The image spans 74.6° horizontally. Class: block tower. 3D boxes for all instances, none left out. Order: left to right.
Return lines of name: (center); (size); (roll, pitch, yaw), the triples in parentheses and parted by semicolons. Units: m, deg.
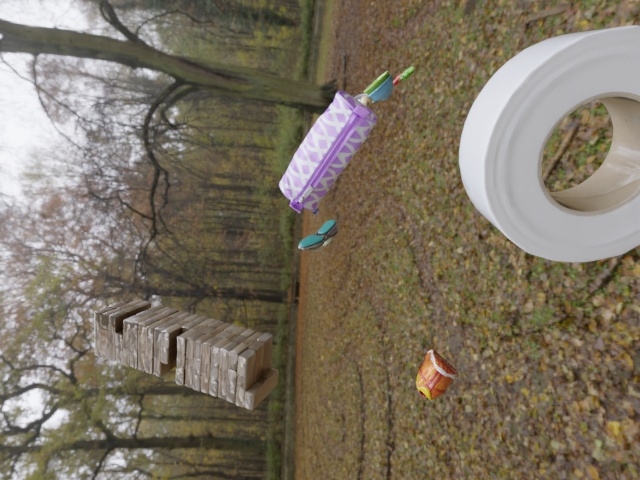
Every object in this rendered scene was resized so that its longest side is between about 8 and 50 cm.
block tower: (-0.239, 0.187, 0.741); (0.091, 0.335, 0.097); (-26, -56, -66)

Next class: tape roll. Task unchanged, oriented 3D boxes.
tape roll: (0.335, -0.118, 0.543); (0.100, 0.286, 0.286); (-88, 5, -68)

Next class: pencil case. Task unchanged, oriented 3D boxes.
pencil case: (0.008, -0.142, 0.696); (0.206, 0.086, 0.088); (-55, 9, 26)

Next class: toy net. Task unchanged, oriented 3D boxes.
toy net: (0.129, -0.355, 0.998); (0.122, 0.045, 0.232); (-46, 15, -9)

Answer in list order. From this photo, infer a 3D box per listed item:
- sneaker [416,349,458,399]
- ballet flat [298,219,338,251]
sneaker: (0.185, 0.222, 0.694); (0.067, 0.064, 0.175); (-50, -26, 3)
ballet flat: (0.000, 0.000, 0.847); (0.114, 0.041, 0.041); (-39, -29, -41)
